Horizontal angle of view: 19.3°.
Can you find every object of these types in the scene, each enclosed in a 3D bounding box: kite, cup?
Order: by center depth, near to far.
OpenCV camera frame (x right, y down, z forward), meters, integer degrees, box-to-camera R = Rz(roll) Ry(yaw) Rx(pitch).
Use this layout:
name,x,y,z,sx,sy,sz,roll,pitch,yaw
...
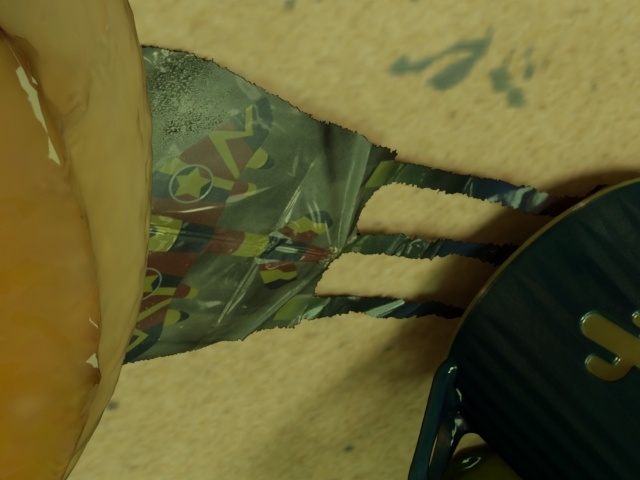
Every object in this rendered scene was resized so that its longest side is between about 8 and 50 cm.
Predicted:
name,x,y,z,sx,sy,sz,roll,pitch,yaw
kite,0.001,0.001,0.673,0.245,0.015,0.141,4,130,-37
cup,0.126,0.084,0.712,0.176,0.155,0.131,-35,148,-11

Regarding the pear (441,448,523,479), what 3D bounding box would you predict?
name,x,y,z,sx,sy,sz,roll,pitch,yaw
pear,0.171,0.220,0.833,0.164,0.255,0.238,-25,136,-7

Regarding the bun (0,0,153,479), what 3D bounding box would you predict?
name,x,y,z,sx,sy,sz,roll,pitch,yaw
bun,-0.189,-0.015,0.410,0.299,0.164,0.299,-7,126,-9
